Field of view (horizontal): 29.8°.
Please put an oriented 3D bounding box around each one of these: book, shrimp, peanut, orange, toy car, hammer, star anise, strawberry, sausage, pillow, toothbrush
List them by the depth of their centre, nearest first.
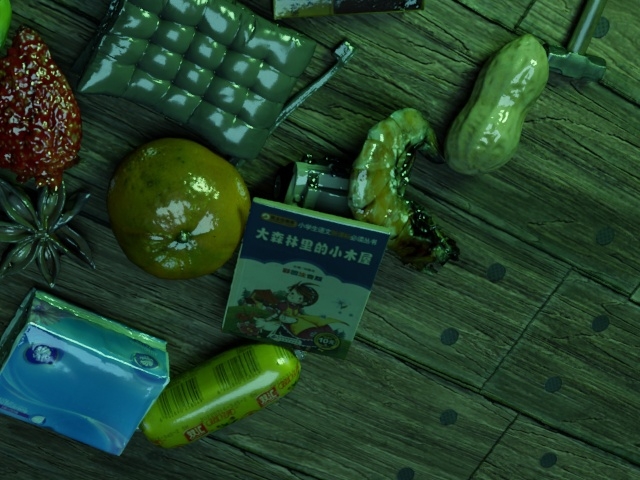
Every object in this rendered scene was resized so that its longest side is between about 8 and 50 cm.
[{"bbox_3d":[-0.437,-0.194,1.813,0.174,0.098,0.228,26,124,18],"label":"strawberry"},{"bbox_3d":[-0.197,-0.279,1.859,0.326,0.101,0.228,23,111,-22],"label":"pillow"},{"bbox_3d":[0.467,-0.432,1.927,0.111,0.043,0.365,13,113,-16],"label":"hammer"},{"bbox_3d":[-0.229,-0.047,1.933,0.240,0.171,0.240,-3,117,-5],"label":"orange"},{"bbox_3d":[-0.052,-0.217,1.955,0.030,0.030,0.297,42,104,-17],"label":"toothbrush"},{"bbox_3d":[-0.471,-0.020,1.962,0.196,0.073,0.212,-4,116,-12],"label":"star anise"},{"bbox_3d":[0.292,-0.214,1.965,0.123,0.123,0.257,19,115,-19],"label":"peanut"},{"bbox_3d":[-0.032,0.071,1.984,0.228,0.018,0.322,12,134,-4],"label":"book"},{"bbox_3d":[0.162,-0.080,1.997,0.365,0.071,0.233,32,77,-50],"label":"shrimp"},{"bbox_3d":[0.000,0.002,2.035,0.193,0.118,0.301,8,117,-17],"label":"toy car"},{"bbox_3d":[-0.178,0.268,2.138,0.347,0.123,0.123,-26,119,6],"label":"sausage"}]

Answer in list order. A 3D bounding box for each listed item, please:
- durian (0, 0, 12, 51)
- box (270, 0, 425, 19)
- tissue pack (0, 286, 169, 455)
[{"bbox_3d":[-0.519,-0.292,1.770,0.101,0.139,0.250,26,112,-27],"label":"durian"},{"bbox_3d":[0.040,-0.423,1.840,0.240,0.071,0.159,-4,116,-7],"label":"box"},{"bbox_3d":[-0.421,0.229,2.061,0.263,0.146,0.198,26,110,-21],"label":"tissue pack"}]
